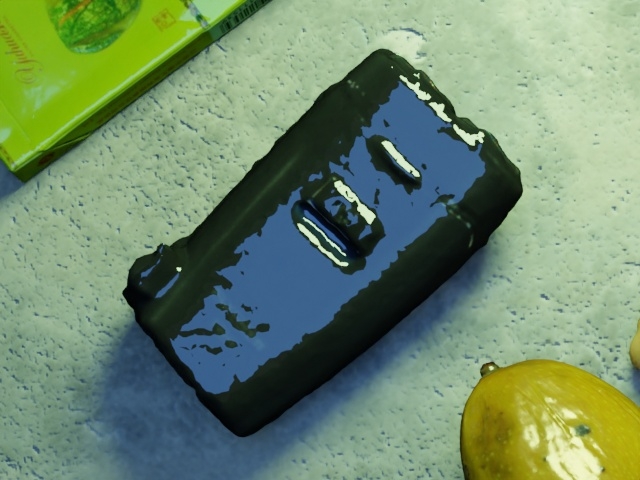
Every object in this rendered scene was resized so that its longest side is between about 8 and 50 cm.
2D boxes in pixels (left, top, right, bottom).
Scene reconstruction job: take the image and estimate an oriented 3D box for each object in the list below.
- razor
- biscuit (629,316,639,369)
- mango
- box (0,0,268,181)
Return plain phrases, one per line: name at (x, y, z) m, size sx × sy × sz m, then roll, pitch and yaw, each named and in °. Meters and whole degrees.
razor at (-0.001, 0.002, 1.401) m, size 0.327 × 0.107 × 0.189 m, roll -42°, pitch 78°, yaw -2°
biscuit at (0.359, 0.043, 1.321) m, size 0.249 × 0.030 × 0.160 m, roll 8°, pitch 74°, yaw 50°
mango at (0.224, 0.243, 1.290) m, size 0.187 × 0.144 × 0.359 m, roll -8°, pitch 57°, yaw -34°
box at (-0.186, -0.223, 1.496) m, size 0.335 × 0.047 × 0.187 m, roll -37°, pitch 78°, yaw -3°
